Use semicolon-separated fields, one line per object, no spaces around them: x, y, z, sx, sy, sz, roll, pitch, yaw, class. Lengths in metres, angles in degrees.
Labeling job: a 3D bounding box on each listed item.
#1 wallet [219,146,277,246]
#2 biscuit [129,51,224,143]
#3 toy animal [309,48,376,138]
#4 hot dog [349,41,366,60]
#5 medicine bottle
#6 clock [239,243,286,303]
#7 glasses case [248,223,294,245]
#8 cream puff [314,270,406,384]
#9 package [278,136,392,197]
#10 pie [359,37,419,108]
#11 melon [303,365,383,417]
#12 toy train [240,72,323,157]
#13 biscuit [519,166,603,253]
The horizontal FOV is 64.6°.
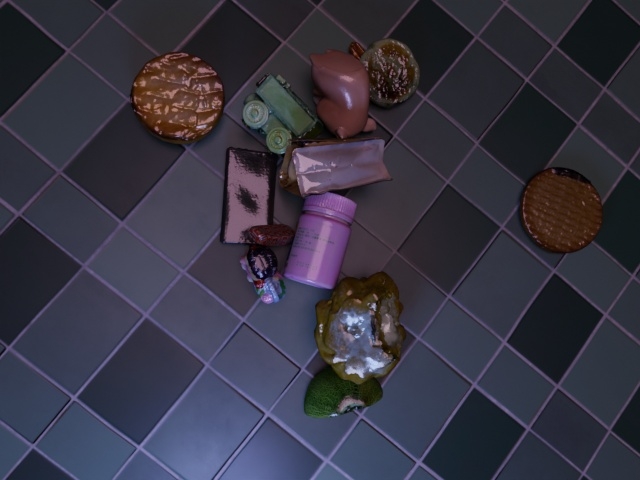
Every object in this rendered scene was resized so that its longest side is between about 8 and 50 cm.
-0.235;-0.143;1.666;0.171;0.044;0.320;4;83;-11;wallet
-0.455;-0.455;1.635;0.297;0.102;0.296;0;88;-6;biscuit
0.060;-0.470;1.660;0.213;0.256;0.195;29;47;33;toy animal
0.144;-0.643;1.771;0.049;0.037;0.122;-36;92;4;hot dog
0.000;0.000;1.618;0.178;0.178;0.290;16;82;-6;medicine bottle
-0.175;0.104;1.575;0.100;0.195;0.193;-26;87;-12;clock
-0.151;-0.013;1.603;0.073;0.195;0.049;45;115;22;glasses case
0.122;0.269;1.584;0.275;0.270;0.323;-9;88;14;cream puff
0.042;-0.251;1.585;0.312;0.221;0.164;-11;108;-20;package
0.237;-0.576;1.749;0.241;0.054;0.240;-1;93;-17;pie
0.072;0.464;1.588;0.265;0.169;0.129;-14;87;-10;melon
-0.124;-0.388;1.626;0.188;0.159;0.271;-44;84;11;toy train
0.864;-0.108;1.819;0.318;0.040;0.317;1;84;-7;biscuit
